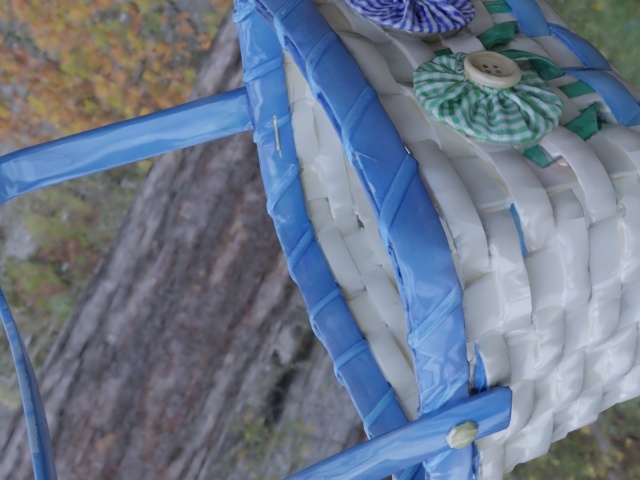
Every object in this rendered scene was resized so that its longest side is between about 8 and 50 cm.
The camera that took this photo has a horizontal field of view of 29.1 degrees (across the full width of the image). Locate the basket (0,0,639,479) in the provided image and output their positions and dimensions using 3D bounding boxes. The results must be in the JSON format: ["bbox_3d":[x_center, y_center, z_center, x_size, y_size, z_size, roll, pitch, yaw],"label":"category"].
[{"bbox_3d":[0.000,0.000,0.535,0.254,0.289,0.201,-123,14,-45],"label":"basket"}]
